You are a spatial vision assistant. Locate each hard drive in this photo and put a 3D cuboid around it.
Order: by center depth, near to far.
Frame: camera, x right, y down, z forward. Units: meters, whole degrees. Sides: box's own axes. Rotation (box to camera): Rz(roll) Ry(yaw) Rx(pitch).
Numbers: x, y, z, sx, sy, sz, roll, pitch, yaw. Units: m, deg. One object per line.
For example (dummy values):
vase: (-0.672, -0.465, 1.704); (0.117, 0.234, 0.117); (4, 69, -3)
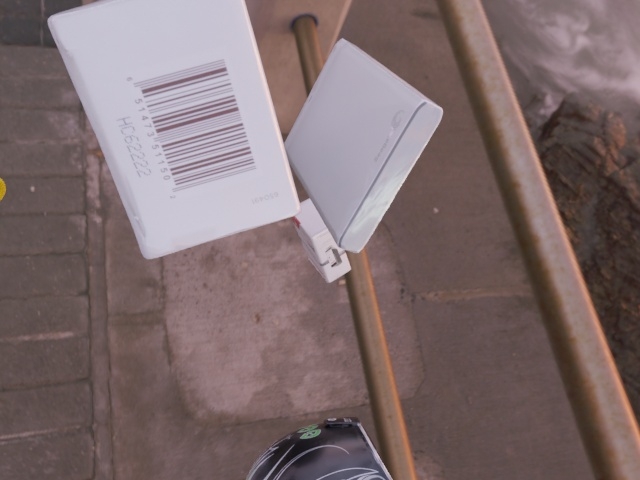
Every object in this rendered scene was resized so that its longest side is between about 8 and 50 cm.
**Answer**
hard drive: (0.038, -0.146, 0.832); (0.040, 0.203, 0.307); (19, 23, -27)

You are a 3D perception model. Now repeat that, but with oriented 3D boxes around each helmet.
helmet: (-0.001, 0.271, 0.586); (0.161, 0.169, 0.169); (-28, 76, -6)

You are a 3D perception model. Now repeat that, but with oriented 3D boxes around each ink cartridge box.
ink cartridge box: (0.000, 0.000, 1.157); (0.056, 0.135, 0.099); (-31, 46, -10)

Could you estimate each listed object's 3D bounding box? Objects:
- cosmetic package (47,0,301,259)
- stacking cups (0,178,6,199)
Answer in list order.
cosmetic package: (-0.160, -0.186, 0.717); (0.161, 0.453, 0.230); (-17, 115, -4)
stacking cups: (-0.504, -0.180, 0.774); (0.096, 0.096, 0.316); (-21, 70, -26)
